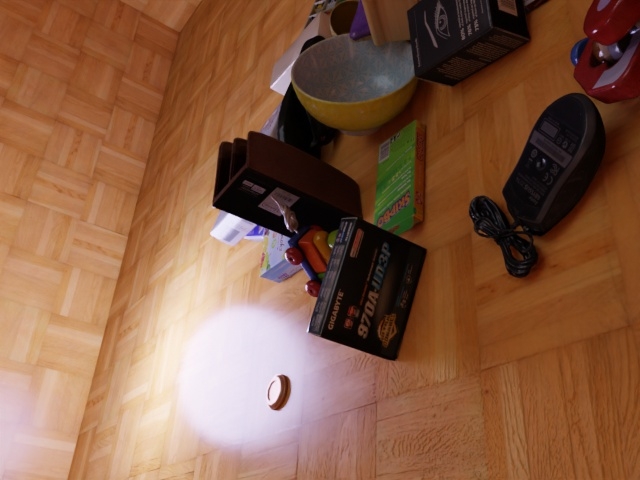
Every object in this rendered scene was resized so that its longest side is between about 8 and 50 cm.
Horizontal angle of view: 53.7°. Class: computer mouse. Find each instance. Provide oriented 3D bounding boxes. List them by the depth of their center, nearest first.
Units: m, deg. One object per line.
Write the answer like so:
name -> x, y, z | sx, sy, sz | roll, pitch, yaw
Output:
computer mouse -> 0.344, -0.092, 0.961 | 0.188, 0.072, 0.272 | -111, 39, -49

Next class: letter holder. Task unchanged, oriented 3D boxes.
letter holder -> -0.072, -0.142, 1.450 | 0.152, 0.302, 0.214 | -41, 38, 40

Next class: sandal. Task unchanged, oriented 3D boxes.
sandal -> -0.012, -0.364, 1.668 | 0.107, 0.167, 0.445 | -9, 61, 38

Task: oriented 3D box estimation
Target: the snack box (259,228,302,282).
snack box -> -0.077, -0.019, 1.613 | 0.174, 0.070, 0.207 | -33, 44, 46

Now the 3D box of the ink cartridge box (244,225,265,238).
ink cartridge box -> -0.155, -0.097, 1.826 | 0.208, 0.045, 0.206 | 2, 71, 62

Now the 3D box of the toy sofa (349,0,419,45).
toy sofa -> 0.160, -0.622, 1.442 | 0.177, 0.150, 0.362 | 1, 57, 19

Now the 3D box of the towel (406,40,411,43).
towel -> 0.227, -0.475, 1.462 | 0.119, 0.029, 0.067 | -51, 32, 26

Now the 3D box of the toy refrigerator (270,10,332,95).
toy refrigerator -> -0.040, -0.550, 1.905 | 0.269, 0.094, 0.102 | -35, 41, 47

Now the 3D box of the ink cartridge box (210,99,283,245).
ink cartridge box -> -0.160, -0.203, 1.765 | 0.308, 0.091, 0.385 | -36, 29, 58

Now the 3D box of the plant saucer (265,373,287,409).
plant saucer -> -0.103, 0.348, 1.457 | 0.083, 0.013, 0.083 | -39, 39, 42

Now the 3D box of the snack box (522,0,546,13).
snack box -> 0.365, -0.448, 1.216 | 0.178, 0.022, 0.064 | -22, 53, 53

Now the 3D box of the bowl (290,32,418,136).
bowl -> 0.086, -0.333, 1.437 | 0.156, 0.289, 0.289 | 78, -178, -46

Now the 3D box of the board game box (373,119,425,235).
board game box -> 0.163, -0.115, 1.311 | 0.124, 0.039, 0.259 | -31, 43, 49

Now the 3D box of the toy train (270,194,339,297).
toy train -> 0.000, 0.000, 1.313 | 0.143, 0.248, 0.105 | -10, 28, 47

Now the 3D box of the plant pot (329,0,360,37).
plant pot -> 0.085, -0.553, 1.679 | 0.095, 0.134, 0.134 | 109, 174, -72

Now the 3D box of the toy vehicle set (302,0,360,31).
toy vehicle set -> 0.045, -0.727, 1.943 | 0.267, 0.035, 0.166 | 18, 85, 61

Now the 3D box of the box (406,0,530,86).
box -> 0.277, -0.413, 1.212 | 0.207, 0.108, 0.153 | -21, 70, 54

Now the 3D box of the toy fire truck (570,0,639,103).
toy fire truck -> 0.452, -0.328, 0.873 | 0.254, 0.169, 0.302 | -116, 51, -84

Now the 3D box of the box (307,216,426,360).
box -> 0.088, 0.089, 1.146 | 0.051, 0.175, 0.220 | 1, 70, 59
